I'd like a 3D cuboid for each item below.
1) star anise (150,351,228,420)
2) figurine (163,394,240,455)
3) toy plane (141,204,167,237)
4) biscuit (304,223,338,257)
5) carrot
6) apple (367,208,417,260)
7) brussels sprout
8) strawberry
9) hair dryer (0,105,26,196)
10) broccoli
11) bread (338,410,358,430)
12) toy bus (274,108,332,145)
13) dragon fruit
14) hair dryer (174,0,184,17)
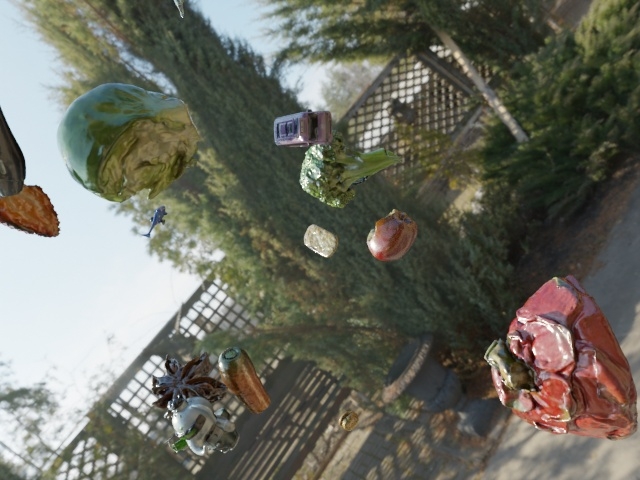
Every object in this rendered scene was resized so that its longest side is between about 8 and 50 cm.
[{"bbox_3d":[-0.363,0.409,1.385,0.220,0.214,0.099,-80,1,-57],"label":"star anise"},{"bbox_3d":[-0.281,0.433,1.177,0.147,0.192,0.126,-31,22,40],"label":"figurine"},{"bbox_3d":[-0.617,-0.072,1.863,0.062,0.054,0.167,105,179,-53],"label":"toy plane"},{"bbox_3d":[0.000,0.000,1.404,0.147,0.018,0.071,29,99,50],"label":"biscuit"},{"bbox_3d":[-0.194,0.353,1.254,0.087,0.193,0.087,-14,30,8],"label":"carrot"},{"bbox_3d":[0.242,-0.015,1.656,0.156,0.147,0.158,-3,-32,-39],"label":"apple"},{"bbox_3d":[-0.544,-0.292,1.418,0.371,0.315,0.276,-28,-31,-18],"label":"brussels sprout"},{"bbox_3d":[-0.813,-0.084,1.376,0.085,0.192,0.140,-16,63,55],"label":"strawberry"},{"bbox_3d":[-0.788,-0.192,1.055,0.272,0.091,0.235,-15,-58,-27],"label":"hair dryer"},{"bbox_3d":[0.065,-0.259,1.613,0.302,0.254,0.186,-45,33,27],"label":"broccoli"},{"bbox_3d":[0.113,0.704,1.953,0.046,0.083,0.081,43,125,49],"label":"bread"},{"bbox_3d":[-0.045,-0.277,1.254,0.178,0.098,0.087,12,105,59],"label":"toy bus"},{"bbox_3d":[0.410,0.246,0.852,0.205,0.317,0.152,-23,9,10],"label":"dragon fruit"},{"bbox_3d":[-0.450,-0.771,1.593,0.067,0.199,0.167,-22,0,0],"label":"hair dryer"}]
